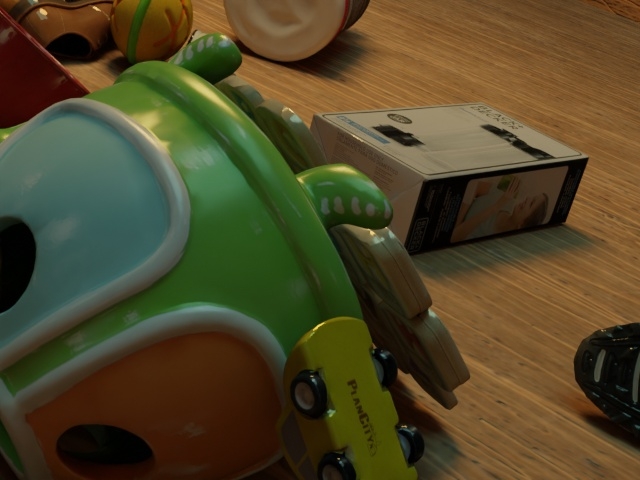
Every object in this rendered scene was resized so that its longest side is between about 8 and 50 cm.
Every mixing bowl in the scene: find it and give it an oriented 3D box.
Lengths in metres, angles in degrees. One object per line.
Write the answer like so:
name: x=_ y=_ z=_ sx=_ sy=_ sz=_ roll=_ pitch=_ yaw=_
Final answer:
mixing bowl: x=-0.327 y=-0.174 z=1.139 sx=0.181 sy=0.098 sz=0.181 roll=44 pitch=-2 yaw=2

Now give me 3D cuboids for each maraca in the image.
maraca: x=-0.209 y=-0.284 z=1.468 sx=0.099 sy=0.127 sz=0.185 roll=25 pitch=16 yaw=1

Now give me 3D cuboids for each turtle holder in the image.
turtle holder: x=-0.125 y=0.006 z=0.700 sx=0.227 sy=0.243 sz=0.320 roll=-30 pitch=76 yaw=-23

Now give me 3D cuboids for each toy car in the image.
toy car: x=0.049 y=0.180 z=0.604 sx=0.225 sy=0.053 sz=0.239 roll=26 pitch=59 yaw=-34

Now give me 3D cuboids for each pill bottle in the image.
pill bottle: x=-0.017 y=-0.385 z=1.744 sx=0.176 sy=0.176 sz=0.318 roll=18 pitch=24 yaw=8

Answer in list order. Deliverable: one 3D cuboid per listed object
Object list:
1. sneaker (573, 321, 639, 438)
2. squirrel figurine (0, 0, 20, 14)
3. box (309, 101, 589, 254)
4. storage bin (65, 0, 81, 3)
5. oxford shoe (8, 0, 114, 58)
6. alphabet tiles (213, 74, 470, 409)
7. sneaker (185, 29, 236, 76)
sneaker: x=0.335 y=0.126 z=0.935 sx=0.272 sy=0.100 sz=0.108 roll=11 pitch=-1 yaw=-2
squirrel figurine: x=-0.517 y=-0.489 z=1.428 sx=0.281 sy=0.370 sz=0.397 roll=-6 pitch=31 yaw=-39
box: x=0.136 y=-0.075 z=1.251 sx=0.290 sy=0.087 sz=0.169 roll=-9 pitch=33 yaw=-44
storage bin: x=-0.298 y=-0.334 z=1.586 sx=0.091 sy=0.098 sz=0.135 roll=-24 pitch=37 yaw=-14
oxford shoe: x=-0.297 y=-0.261 z=1.460 sx=0.076 sy=0.076 sz=0.212 roll=54 pitch=32 yaw=11
alphabet tiles: x=0.000 y=0.000 z=0.827 sx=0.021 sy=0.278 sz=0.284 roll=-37 pitch=35 yaw=-11
sneaker: x=-0.143 y=-0.215 z=1.455 sx=0.075 sy=0.057 sz=0.161 roll=29 pitch=20 yaw=-10
